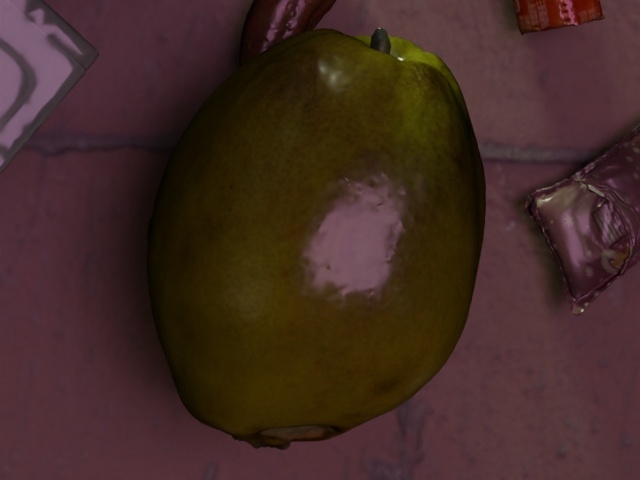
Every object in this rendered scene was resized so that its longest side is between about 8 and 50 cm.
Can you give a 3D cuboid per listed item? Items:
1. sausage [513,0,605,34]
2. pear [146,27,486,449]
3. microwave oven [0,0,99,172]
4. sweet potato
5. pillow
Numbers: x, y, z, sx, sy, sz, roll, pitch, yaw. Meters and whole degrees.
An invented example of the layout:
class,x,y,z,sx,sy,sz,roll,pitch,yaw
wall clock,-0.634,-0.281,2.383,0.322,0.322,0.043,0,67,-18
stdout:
class,x,y,z,sx,sy,sz,roll,pitch,yaw
sausage,0.170,-0.310,1.325,0.074,0.074,0.274,-21,104,-22
pear,0.000,0.000,1.170,0.269,0.269,0.321,16,96,-26
microwave oven,-0.338,-0.143,1.039,0.295,0.181,0.237,43,78,-22
sweet potato,0.000,-0.221,1.250,0.058,0.078,0.255,31,93,-6
pillow,0.264,-0.029,1.411,0.185,0.043,0.118,-32,101,-23
